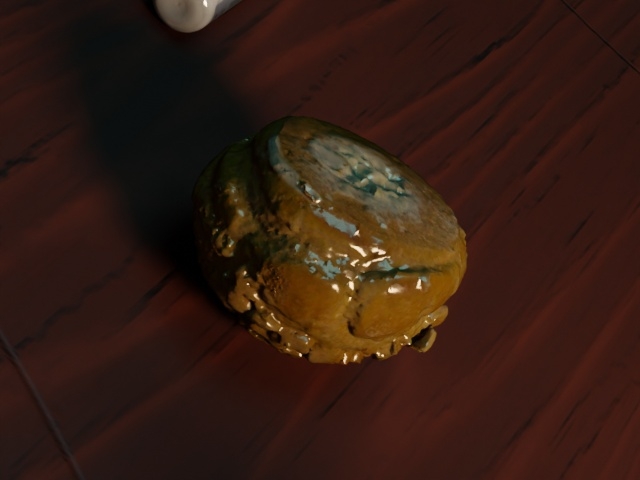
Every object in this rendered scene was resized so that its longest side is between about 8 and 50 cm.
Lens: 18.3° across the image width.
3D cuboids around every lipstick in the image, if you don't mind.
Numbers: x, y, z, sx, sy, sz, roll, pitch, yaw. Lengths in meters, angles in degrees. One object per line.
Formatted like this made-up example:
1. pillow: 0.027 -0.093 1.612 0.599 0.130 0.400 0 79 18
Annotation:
1. lipstick: -0.050 -0.161 1.159 0.040 0.040 0.141 46 36 -1

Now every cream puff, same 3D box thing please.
1. cream puff: -0.001 0.004 1.004 0.144 0.103 0.126 25 29 -27
